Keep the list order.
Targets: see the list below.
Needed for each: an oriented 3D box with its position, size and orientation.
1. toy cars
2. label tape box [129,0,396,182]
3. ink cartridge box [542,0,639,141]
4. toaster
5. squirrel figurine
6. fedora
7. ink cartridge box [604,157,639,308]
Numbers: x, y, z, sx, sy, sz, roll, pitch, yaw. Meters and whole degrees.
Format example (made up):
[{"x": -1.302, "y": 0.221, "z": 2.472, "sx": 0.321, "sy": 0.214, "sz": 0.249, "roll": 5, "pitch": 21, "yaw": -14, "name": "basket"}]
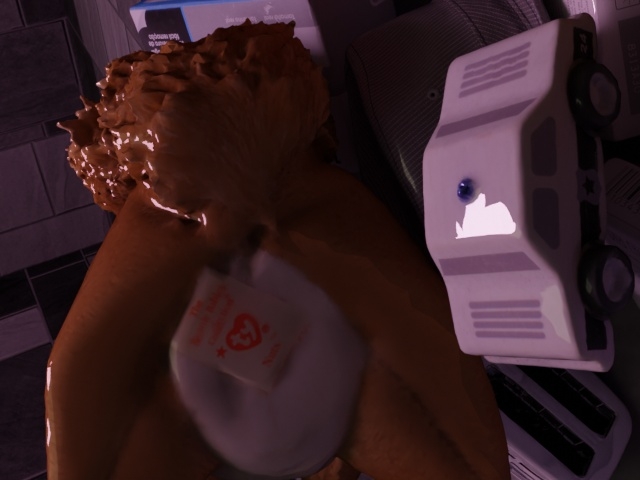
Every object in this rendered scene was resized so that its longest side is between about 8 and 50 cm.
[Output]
[{"x": 0.132, "y": -0.109, "z": 0.346, "sx": 0.176, "sy": 0.087, "sz": 0.394, "roll": 51, "pitch": 127, "yaw": 42, "name": "toy cars"}, {"x": -0.024, "y": -0.099, "z": 0.774, "sx": 0.249, "sy": 0.115, "sz": 0.348, "roll": 11, "pitch": 129, "yaw": 41, "name": "label tape box"}, {"x": 0.159, "y": -0.172, "z": 0.527, "sx": 0.225, "sy": 0.056, "sz": 0.181, "roll": -115, "pitch": 10, "yaw": -75, "name": "ink cartridge box"}, {"x": 0.160, "y": 0.156, "z": 0.656, "sx": 0.227, "sy": 0.129, "sz": 0.146, "roll": 42, "pitch": 153, "yaw": 3, "name": "toaster"}, {"x": -0.058, "y": 0.025, "z": 0.629, "sx": 0.370, "sy": 0.281, "sz": 0.397, "roll": 164, "pitch": 93, "yaw": -88, "name": "squirrel figurine"}, {"x": 0.093, "y": -0.078, "z": 0.561, "sx": 0.244, "sy": 0.124, "sz": 0.275, "roll": 125, "pitch": 127, "yaw": -85, "name": "fedora"}, {"x": 0.261, "y": 0.063, "z": 0.418, "sx": 0.208, "sy": 0.045, "sz": 0.206, "roll": 46, "pitch": 178, "yaw": -39, "name": "ink cartridge box"}]
